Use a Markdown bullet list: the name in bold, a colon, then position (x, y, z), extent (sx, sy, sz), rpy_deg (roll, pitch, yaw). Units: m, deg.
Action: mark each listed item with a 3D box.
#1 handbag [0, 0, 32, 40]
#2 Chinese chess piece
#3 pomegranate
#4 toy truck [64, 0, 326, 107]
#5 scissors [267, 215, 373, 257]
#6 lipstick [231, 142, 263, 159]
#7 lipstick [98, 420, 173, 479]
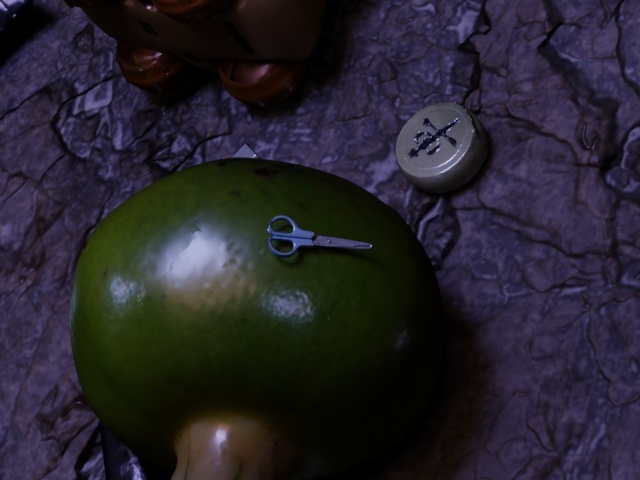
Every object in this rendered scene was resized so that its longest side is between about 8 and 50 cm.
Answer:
- **handbag**: position (-0.423, -0.252, 2.082), extent (0.211, 0.089, 0.254), rpy_deg (-45, 45, 2)
- **Chinese chess piece**: position (0.107, -0.082, 1.692), extent (0.084, 0.034, 0.084), rpy_deg (-16, 55, 24)
- **pomegranate**: position (-0.063, 0.080, 1.526), extent (0.310, 0.216, 0.358), rpy_deg (3, 51, 9)
- **toy truck**: position (-0.102, -0.259, 1.815), extent (0.288, 0.204, 0.211), rpy_deg (12, 66, 36)
- **scissors**: position (0.000, 0.000, 1.457), extent (0.083, 0.006, 0.036), rpy_deg (6, 59, -13)
- **lipstick**: position (-0.094, -0.042, 1.793), extent (0.107, 0.025, 0.025), rpy_deg (-48, 49, 5)
- **lipstick**: position (-0.155, 0.150, 1.672), extent (0.081, 0.081, 0.299), rpy_deg (-22, 53, 17)
